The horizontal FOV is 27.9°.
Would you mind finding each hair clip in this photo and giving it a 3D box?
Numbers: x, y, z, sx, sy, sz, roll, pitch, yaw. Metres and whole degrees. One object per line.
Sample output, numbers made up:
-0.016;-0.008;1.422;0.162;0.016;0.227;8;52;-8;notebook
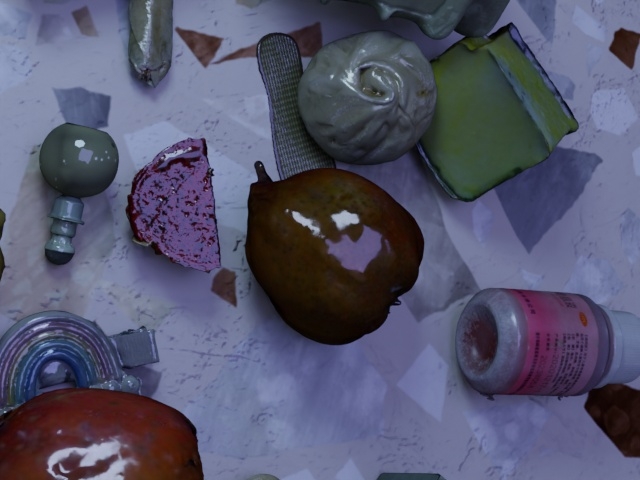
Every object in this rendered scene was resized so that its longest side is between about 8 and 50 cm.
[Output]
-0.289;0.146;1.468;0.220;0.054;0.140;-13;94;-25;hair clip

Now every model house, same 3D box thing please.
0.234;-0.187;1.764;0.194;0.170;0.211;55;34;-1;model house

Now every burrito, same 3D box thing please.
-0.208;-0.279;1.580;0.058;0.045;0.188;3;81;-20;burrito

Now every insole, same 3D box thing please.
-0.031;-0.149;1.671;0.086;0.005;0.253;-14;88;-29;insole

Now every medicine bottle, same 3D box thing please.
0.312;0.138;1.722;0.247;0.147;0.147;4;79;-27;medicine bottle

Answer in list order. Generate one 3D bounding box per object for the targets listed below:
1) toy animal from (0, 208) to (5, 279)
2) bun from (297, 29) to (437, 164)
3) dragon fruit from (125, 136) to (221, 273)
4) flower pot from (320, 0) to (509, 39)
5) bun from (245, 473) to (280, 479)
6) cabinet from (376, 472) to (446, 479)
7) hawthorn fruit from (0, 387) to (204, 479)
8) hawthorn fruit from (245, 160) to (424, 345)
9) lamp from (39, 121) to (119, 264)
-0.441;0.058;1.339;0.195;0.169;0.281;37;58;21;toy animal
0.065;-0.180;1.639;0.183;0.102;0.183;0;95;-5;bun
-0.181;-0.038;1.539;0.106;0.083;0.162;-8;94;-15;dragon fruit
0.062;-0.395;1.633;0.367;0.164;0.254;11;40;-23;flower pot
-0.074;0.325;1.541;0.086;0.055;0.086;10;64;-20;bun
0.143;0.406;1.586;0.206;0.145;0.150;44;65;-14;cabinet
-0.277;0.274;1.338;0.307;0.276;0.276;20;72;-8;hawthorn fruit
0.000;0.000;1.569;0.248;0.208;0.208;41;65;3;hawthorn fruit
-0.287;-0.052;1.487;0.091;0.091;0.163;11;93;-25;lamp
